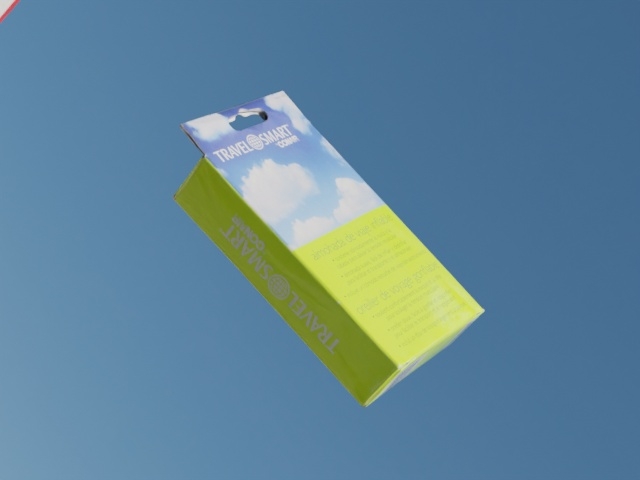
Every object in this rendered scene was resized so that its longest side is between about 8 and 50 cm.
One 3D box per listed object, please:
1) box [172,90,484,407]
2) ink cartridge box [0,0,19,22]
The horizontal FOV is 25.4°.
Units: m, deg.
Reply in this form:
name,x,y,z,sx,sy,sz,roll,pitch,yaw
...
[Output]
name,x,y,z,sx,sy,sz,roll,pitch,yaw
box,0.000,0.000,0.797,0.178,0.109,0.042,48,-56,11
ink cartridge box,-0.250,-0.166,0.974,0.066,0.296,0.261,35,-12,11
